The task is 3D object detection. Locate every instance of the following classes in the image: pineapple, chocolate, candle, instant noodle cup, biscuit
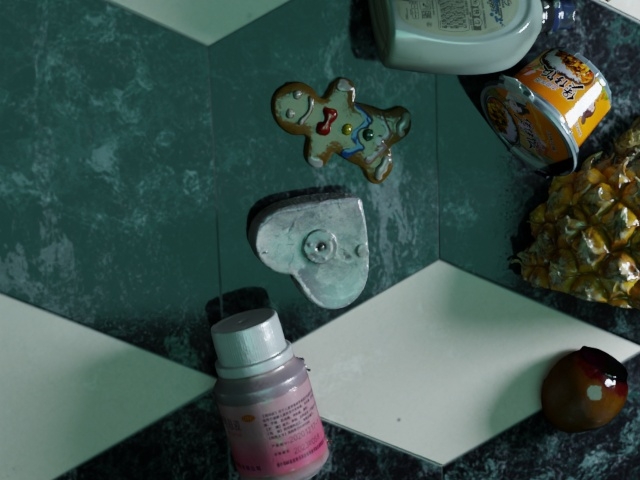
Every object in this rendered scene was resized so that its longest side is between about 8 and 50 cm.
[{"bbox_3d":[0.481,-0.040,1.839,0.344,0.209,0.286,5,100,-8],"label":"pineapple"},{"bbox_3d":[0.405,0.240,1.948,0.124,0.127,0.133,27,111,18],"label":"chocolate"},{"bbox_3d":[0.000,0.000,1.848,0.192,0.068,0.168,37,93,-17],"label":"candle"},{"bbox_3d":[0.337,-0.197,1.817,0.125,0.208,0.177,-43,66,-13],"label":"instant noodle cup"},{"bbox_3d":[0.024,-0.167,1.839,0.205,0.031,0.138,24,97,-11],"label":"biscuit"}]

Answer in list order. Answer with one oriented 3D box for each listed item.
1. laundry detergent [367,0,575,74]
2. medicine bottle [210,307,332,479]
[{"bbox_3d":[0.214,-0.331,1.765,0.280,0.215,0.105,-4,146,-8],"label":"laundry detergent"},{"bbox_3d":[-0.081,0.230,1.843,0.147,0.147,0.247,-17,103,-5],"label":"medicine bottle"}]
